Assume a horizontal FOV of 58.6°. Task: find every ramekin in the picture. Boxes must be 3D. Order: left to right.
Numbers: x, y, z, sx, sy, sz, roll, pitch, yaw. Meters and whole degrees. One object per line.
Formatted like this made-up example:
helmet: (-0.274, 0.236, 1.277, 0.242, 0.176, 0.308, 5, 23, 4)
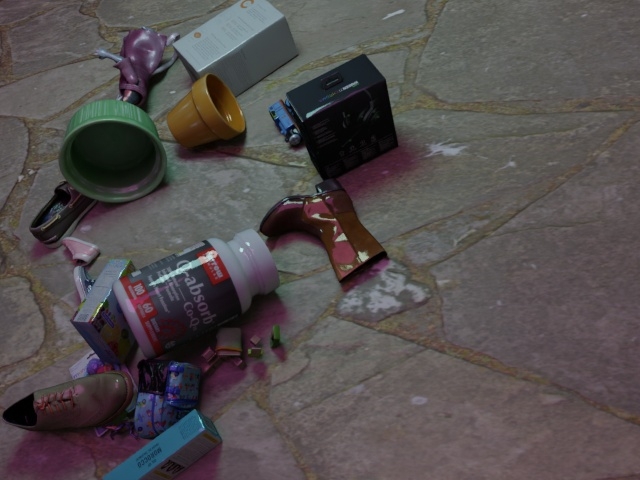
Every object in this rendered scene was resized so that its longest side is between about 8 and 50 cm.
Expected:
ramekin: (-0.629, -0.277, 1.736, 0.303, 0.303, 0.148, -23, 47, 1)

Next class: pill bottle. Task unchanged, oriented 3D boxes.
pill bottle: (-0.299, 0.119, 1.399, 0.362, 0.210, 0.210, -27, 53, -20)

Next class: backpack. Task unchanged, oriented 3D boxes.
backpack: (-0.355, 0.371, 1.318, 0.116, 0.158, 0.173, 0, 68, 12)

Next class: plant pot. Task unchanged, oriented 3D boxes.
plant pot: (-0.372, -0.389, 1.800, 0.187, 0.205, 0.205, -26, 53, 18)

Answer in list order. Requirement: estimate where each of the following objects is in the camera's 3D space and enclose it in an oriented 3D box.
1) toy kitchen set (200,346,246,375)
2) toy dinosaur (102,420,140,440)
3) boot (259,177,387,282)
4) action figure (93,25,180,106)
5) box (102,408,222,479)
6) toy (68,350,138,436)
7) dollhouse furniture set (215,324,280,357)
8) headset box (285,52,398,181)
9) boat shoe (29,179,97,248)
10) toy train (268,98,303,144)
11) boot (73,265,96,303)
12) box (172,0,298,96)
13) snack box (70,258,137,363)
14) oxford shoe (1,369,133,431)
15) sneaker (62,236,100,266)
toy kitchen set: (-0.242, 0.299, 1.383, 0.083, 0.068, 0.075, -45, 57, -13)
toy dinosaur: (-0.464, 0.441, 1.365, 0.090, 0.047, 0.082, 33, 40, 26)
boot: (0.000, 0.000, 1.514, 0.264, 0.096, 0.281, -24, 62, -9)
action figure: (-0.649, -0.564, 2.019, 0.275, 0.248, 0.370, 3, 54, -13)
box: (-0.350, 0.488, 1.275, 0.244, 0.101, 0.060, -35, 54, -8)
toy: (-0.557, 0.358, 1.446, 0.137, 0.056, 0.237, -38, 56, -10)
dollhouse furniture set: (-0.176, 0.236, 1.374, 0.151, 0.059, 0.076, 3, 55, -12)
headset box: (0.063, -0.336, 1.570, 0.246, 0.283, 0.131, -28, 55, -1)
boat shoe: (-0.795, -0.133, 1.806, 0.116, 0.097, 0.325, 15, 64, 25)
toy train: (-0.084, -0.368, 1.763, 0.105, 0.080, 0.184, -33, 57, 5)
boot: (-0.631, 0.140, 1.609, 0.086, 0.069, 0.190, -24, 62, -8)
box: (-0.288, -0.653, 1.948, 0.345, 0.168, 0.215, -36, 55, -7)
snack box: (-0.521, 0.178, 1.454, 0.070, 0.175, 0.207, 1, 46, 16)
oxford shoe: (-0.597, 0.392, 1.345, 0.348, 0.130, 0.123, -23, 71, 21)
sneaker: (-0.733, 0.036, 1.707, 0.134, 0.051, 0.070, 14, 58, 19)
